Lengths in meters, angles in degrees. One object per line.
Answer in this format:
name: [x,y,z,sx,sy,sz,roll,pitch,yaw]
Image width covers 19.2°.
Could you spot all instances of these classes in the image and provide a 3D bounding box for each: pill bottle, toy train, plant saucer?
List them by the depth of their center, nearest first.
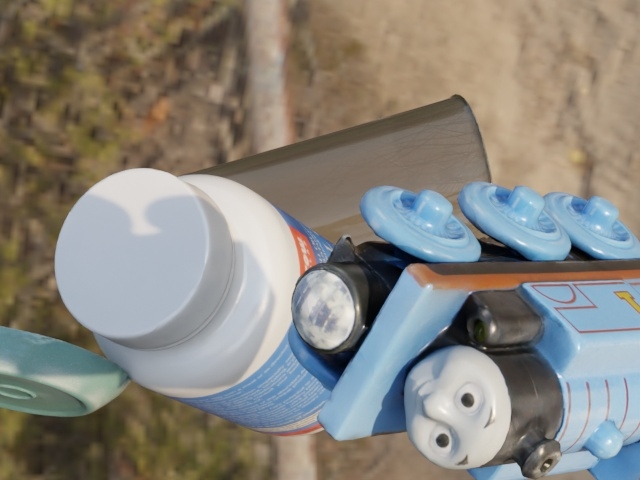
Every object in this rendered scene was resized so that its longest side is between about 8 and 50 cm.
toy train: [0.072,0.034,0.632,0.105,0.184,0.080,44,117,32]
plant saucer: [-0.162,0.072,1.009,0.119,0.119,0.021,-5,65,41]
pill bottle: [-0.054,0.034,1.061,0.124,0.221,0.124,-6,74,21]

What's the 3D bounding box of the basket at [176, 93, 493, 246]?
basket: [0.000,0.000,1.383,0.204,0.227,0.154,91,166,-48]
